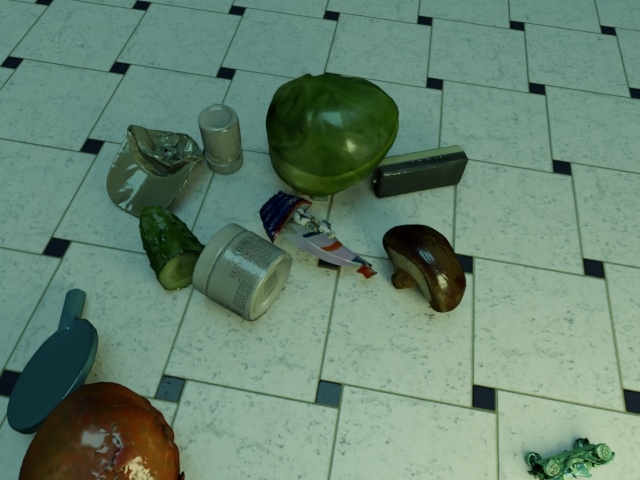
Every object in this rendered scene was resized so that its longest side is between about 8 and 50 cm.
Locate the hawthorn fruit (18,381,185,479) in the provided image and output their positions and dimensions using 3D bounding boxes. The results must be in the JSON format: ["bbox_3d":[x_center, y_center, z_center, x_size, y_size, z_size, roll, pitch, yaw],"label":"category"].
[{"bbox_3d":[-0.386,0.410,0.859,0.276,0.276,0.307,36,79,18],"label":"hawthorn fruit"}]

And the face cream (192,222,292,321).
[{"bbox_3d":[-0.169,0.071,1.121,0.153,0.177,0.177,27,60,13],"label":"face cream"}]

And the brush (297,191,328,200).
[{"bbox_3d":[-0.021,-0.117,1.343,0.083,0.019,0.021,6,67,-1],"label":"brush"}]

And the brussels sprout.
[{"bbox_3d":[0.004,-0.276,1.277,0.371,0.276,0.315,26,71,43],"label":"brussels sprout"}]

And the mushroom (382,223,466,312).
[{"bbox_3d":[0.245,0.050,1.151,0.138,0.194,0.231,-33,76,-21],"label":"mushroom"}]

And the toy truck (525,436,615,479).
[{"bbox_3d":[0.491,0.441,0.986,0.154,0.080,0.078,-11,80,-10],"label":"toy truck"}]

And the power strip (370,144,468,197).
[{"bbox_3d":[0.257,-0.184,1.351,0.257,0.105,0.070,-12,57,-11],"label":"power strip"}]

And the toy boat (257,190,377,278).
[{"bbox_3d":[-0.024,-0.003,1.209,0.219,0.072,0.318,-12,53,-47],"label":"toy boat"}]

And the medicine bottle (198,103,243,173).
[{"bbox_3d":[-0.261,-0.266,1.337,0.105,0.168,0.105,1,57,-2],"label":"medicine bottle"}]

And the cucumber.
[{"bbox_3d":[-0.368,-0.005,1.199,0.134,0.134,0.244,-30,59,-20],"label":"cucumber"}]

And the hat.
[{"bbox_3d":[-0.429,-0.182,1.339,0.214,0.149,0.244,28,96,8],"label":"hat"}]

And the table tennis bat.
[{"bbox_3d":[-0.533,0.232,1.030,0.215,0.044,0.329,-28,40,16],"label":"table tennis bat"}]
